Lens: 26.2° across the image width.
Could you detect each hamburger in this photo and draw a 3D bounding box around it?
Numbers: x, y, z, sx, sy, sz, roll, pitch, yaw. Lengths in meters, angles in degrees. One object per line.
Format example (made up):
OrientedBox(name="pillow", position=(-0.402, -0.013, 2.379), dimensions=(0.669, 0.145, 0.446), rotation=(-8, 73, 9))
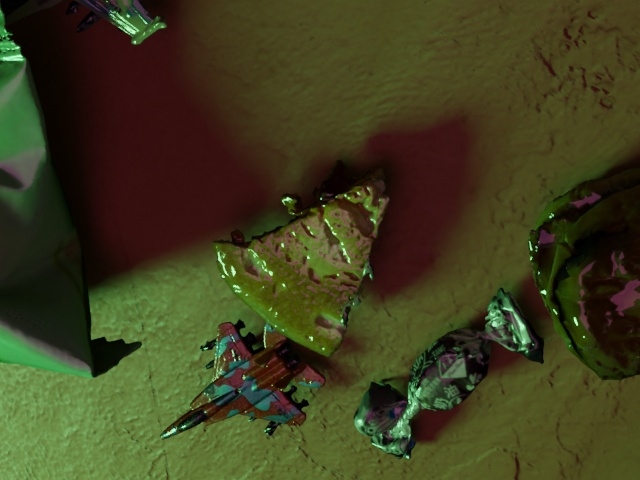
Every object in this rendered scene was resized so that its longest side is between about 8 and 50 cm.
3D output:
OrientedBox(name="hamburger", position=(0.282, 0.034, 1.161), dimensions=(0.206, 0.130, 0.183), rotation=(-13, 112, 20))

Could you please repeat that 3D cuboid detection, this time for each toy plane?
OrientedBox(name="toy plane", position=(-0.237, -0.239, 1.230), dimensions=(0.262, 0.088, 0.192), rotation=(-28, 98, 37))
OrientedBox(name="toy plane", position=(-0.089, 0.151, 1.373), dimensions=(0.189, 0.061, 0.130), rotation=(-32, 102, 32))

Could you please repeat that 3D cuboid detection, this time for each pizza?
OrientedBox(name="pizza", position=(0.001, 0.000, 1.269), dimensions=(0.154, 0.069, 0.194), rotation=(40, 113, -3))

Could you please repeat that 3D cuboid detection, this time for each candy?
OrientedBox(name="candy", position=(0.120, 0.131, 1.304), dimensions=(0.094, 0.051, 0.226), rotation=(36, 122, -13))
OrientedBox(name="candy", position=(-0.333, -0.051, 1.302), dimensions=(0.263, 0.172, 0.398), rotation=(2, 111, 31))
